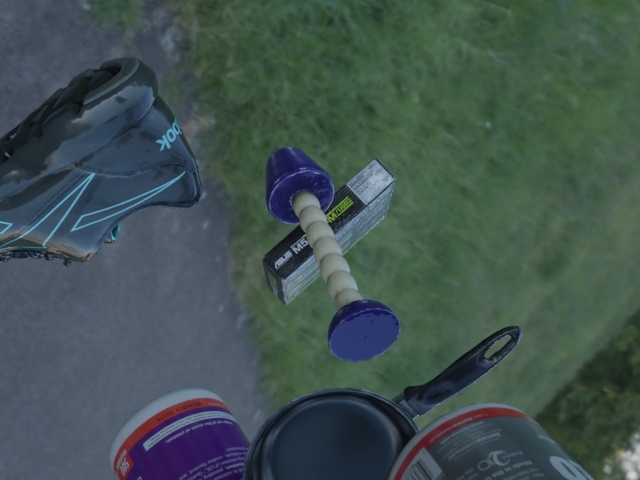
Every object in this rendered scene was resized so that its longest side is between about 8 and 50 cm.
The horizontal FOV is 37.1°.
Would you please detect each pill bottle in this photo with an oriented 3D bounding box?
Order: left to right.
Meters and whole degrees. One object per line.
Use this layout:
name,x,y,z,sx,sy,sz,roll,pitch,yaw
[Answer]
pill bottle,-0.140,0.363,1.267,0.182,0.323,0.181,-24,142,-21
pill bottle,0.175,0.260,0.727,0.161,0.283,0.161,-8,114,-18

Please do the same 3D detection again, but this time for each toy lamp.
toy lamp,0.000,0.000,0.975,0.080,0.274,0.080,-11,132,-13

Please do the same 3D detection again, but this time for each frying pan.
frying pan,0.046,0.186,1.001,0.326,0.197,0.053,-62,-166,11

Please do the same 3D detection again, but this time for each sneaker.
sneaker,-0.203,-0.018,0.641,0.106,0.267,0.101,55,22,-29

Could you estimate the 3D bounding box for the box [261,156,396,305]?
box,0.011,-0.006,1.213,0.191,0.045,0.184,-42,173,-8
